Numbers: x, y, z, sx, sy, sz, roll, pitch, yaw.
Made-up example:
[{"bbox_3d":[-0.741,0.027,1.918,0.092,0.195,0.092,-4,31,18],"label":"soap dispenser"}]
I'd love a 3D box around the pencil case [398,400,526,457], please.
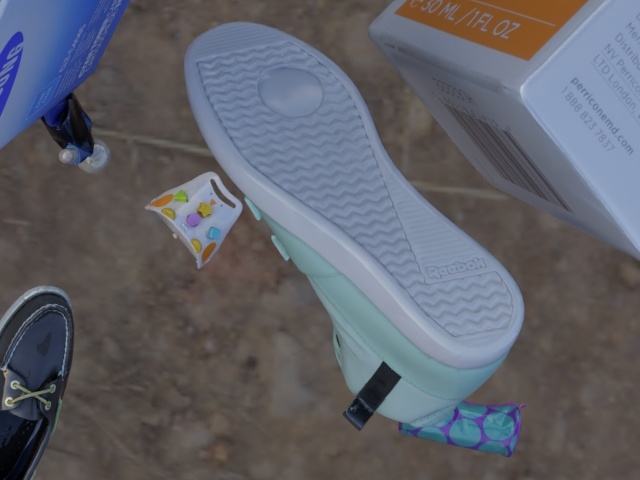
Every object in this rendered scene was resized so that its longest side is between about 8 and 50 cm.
[{"bbox_3d":[0.172,0.220,2.126,0.064,0.151,0.070,56,47,-80],"label":"pencil case"}]

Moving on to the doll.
[{"bbox_3d":[-0.265,-0.131,1.772,0.189,0.046,0.129,66,6,-51],"label":"doll"}]

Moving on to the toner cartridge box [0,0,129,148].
[{"bbox_3d":[-0.119,-0.177,0.794,0.075,0.348,0.165,39,44,4],"label":"toner cartridge box"}]

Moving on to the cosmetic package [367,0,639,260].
[{"bbox_3d":[0.273,-0.218,1.108,0.453,0.230,0.161,-45,116,-6],"label":"cosmetic package"}]

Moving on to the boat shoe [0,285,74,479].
[{"bbox_3d":[-0.278,0.153,1.614,0.081,0.069,0.228,11,113,-28],"label":"boat shoe"}]

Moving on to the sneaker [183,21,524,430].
[{"bbox_3d":[0.000,0.001,0.992,0.094,0.151,0.256,-32,71,-26],"label":"sneaker"}]

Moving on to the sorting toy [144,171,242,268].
[{"bbox_3d":[-0.119,-0.029,1.730,0.075,0.045,0.083,-43,94,-22],"label":"sorting toy"}]
